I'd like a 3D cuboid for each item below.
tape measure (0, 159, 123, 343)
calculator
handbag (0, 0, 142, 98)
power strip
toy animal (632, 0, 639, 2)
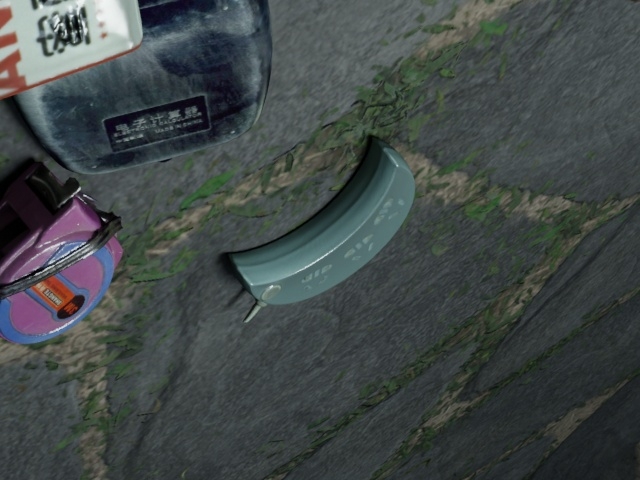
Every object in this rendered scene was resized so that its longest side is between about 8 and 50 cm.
[{"bbox_3d":[-0.204,0.012,0.955,0.125,0.074,0.118,-41,152,-5],"label":"tape measure"},{"bbox_3d":[-0.116,-0.118,0.854,0.177,0.040,0.268,-15,157,-5],"label":"calculator"},{"bbox_3d":[-0.238,-0.129,0.565,0.298,0.151,0.171,-26,139,-23],"label":"handbag"},{"bbox_3d":[0.000,0.000,1.221,0.216,0.044,0.137,-40,155,4],"label":"power strip"},{"bbox_3d":[0.352,-0.274,1.165,0.179,0.089,0.188,-15,165,-25],"label":"toy animal"}]
